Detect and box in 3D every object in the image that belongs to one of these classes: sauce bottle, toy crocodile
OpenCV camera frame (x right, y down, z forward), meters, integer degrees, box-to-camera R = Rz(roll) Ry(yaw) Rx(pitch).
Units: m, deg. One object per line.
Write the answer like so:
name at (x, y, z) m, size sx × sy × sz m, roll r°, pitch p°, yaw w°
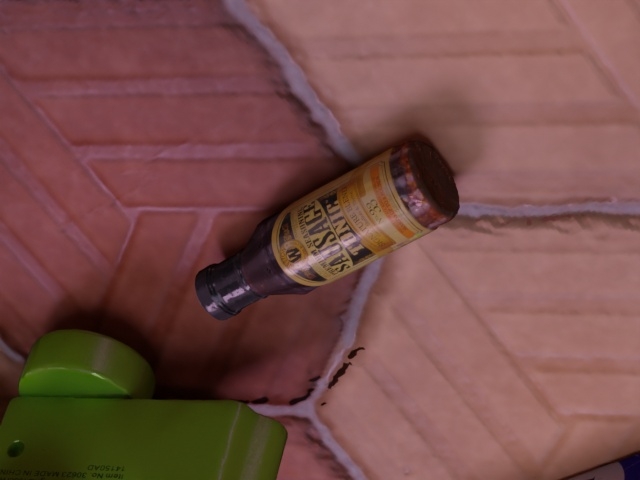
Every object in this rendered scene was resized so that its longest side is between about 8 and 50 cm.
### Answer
sauce bottle at (0.000, 0.000, 0.684) m, size 0.128 × 0.042 × 0.042 m, roll -30°, pitch 110°, yaw 27°
toy crocodile at (-0.176, 0.124, 0.764) m, size 0.340 × 0.115 × 0.105 m, roll -6°, pitch 139°, yaw 20°

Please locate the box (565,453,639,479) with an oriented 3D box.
box at (0.129, 0.190, 0.753) m, size 0.137 × 0.072 × 0.126 m, roll -25°, pitch 112°, yaw 27°
